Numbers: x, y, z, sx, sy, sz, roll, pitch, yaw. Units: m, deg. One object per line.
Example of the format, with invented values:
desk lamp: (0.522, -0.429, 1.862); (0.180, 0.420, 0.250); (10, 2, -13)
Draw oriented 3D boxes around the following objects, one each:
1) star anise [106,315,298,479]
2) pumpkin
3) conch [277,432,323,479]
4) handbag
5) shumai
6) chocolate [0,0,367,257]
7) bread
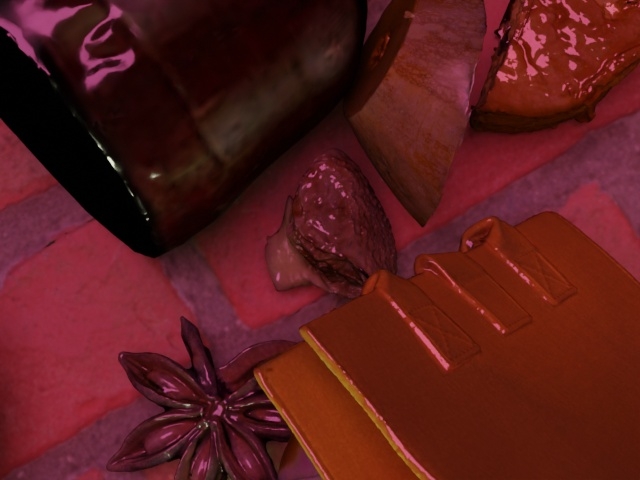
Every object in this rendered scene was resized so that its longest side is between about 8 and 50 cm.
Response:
star anise: (-0.095, 0.175, 1.036); (0.212, 0.073, 0.197); (10, 77, 10)
pumpkin: (0.079, -0.134, 1.003); (0.110, 0.217, 0.217); (20, 81, 0)
conch: (0.034, 0.280, 0.924); (0.249, 0.197, 0.368); (12, 103, -28)
handbag: (0.159, 0.124, 0.887); (0.283, 0.401, 0.133); (52, 129, 14)
shumai: (0.002, 0.002, 1.045); (0.116, 0.145, 0.145); (-19, 76, 21)
chocolate: (-0.139, -0.216, 0.996); (0.383, 0.383, 0.331); (43, 76, 13)
bread: (0.242, -0.208, 1.045); (0.147, 0.160, 0.260); (20, 77, 2)
